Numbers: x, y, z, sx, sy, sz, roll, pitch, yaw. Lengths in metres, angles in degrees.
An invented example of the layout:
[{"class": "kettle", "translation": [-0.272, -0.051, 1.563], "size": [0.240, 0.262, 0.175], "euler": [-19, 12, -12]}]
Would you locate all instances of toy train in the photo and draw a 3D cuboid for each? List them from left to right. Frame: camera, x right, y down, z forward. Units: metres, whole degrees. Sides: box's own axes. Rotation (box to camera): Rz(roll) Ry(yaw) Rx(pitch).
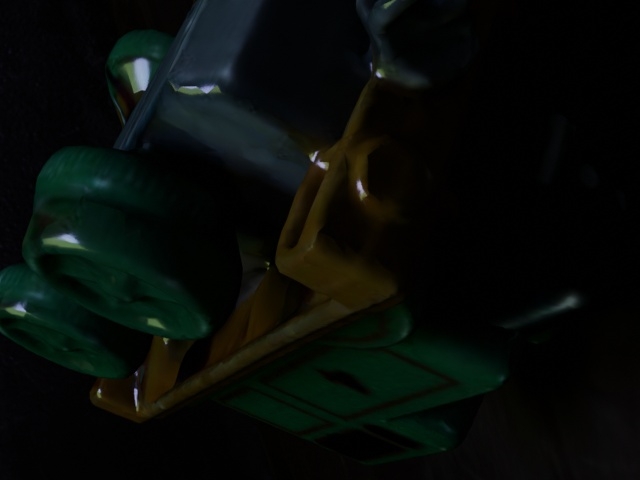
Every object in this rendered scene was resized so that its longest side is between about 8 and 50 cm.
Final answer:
[{"class": "toy train", "translation": [0.000, 0.000, 0.504], "size": [0.429, 0.249, 0.178], "euler": [-35, 31, 63]}]
